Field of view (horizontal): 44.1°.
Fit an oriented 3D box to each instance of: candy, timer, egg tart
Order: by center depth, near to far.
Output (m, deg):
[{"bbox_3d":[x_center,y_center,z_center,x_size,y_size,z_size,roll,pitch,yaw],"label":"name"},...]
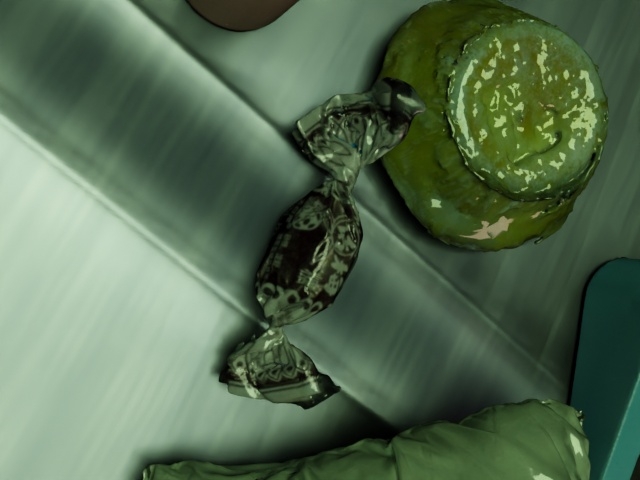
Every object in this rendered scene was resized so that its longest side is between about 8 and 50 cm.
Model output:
[{"bbox_3d":[0.000,0.000,0.510,0.051,0.094,0.226,26,85,-55],"label":"candy"},{"bbox_3d":[0.127,-0.084,0.560,0.197,0.078,0.197,0,89,-18],"label":"egg tart"},{"bbox_3d":[0.313,0.150,0.625,0.231,0.091,0.250,10,89,-21],"label":"timer"}]

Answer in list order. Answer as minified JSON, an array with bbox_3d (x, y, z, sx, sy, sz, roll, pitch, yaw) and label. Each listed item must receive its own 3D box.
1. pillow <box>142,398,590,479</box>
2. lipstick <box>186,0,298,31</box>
[{"bbox_3d":[0.053,0.247,0.480,0.309,0.138,0.284,-11,78,-12],"label":"pillow"},{"bbox_3d":[0.002,-0.184,0.379,0.087,0.327,0.087,0,89,-22],"label":"lipstick"}]
